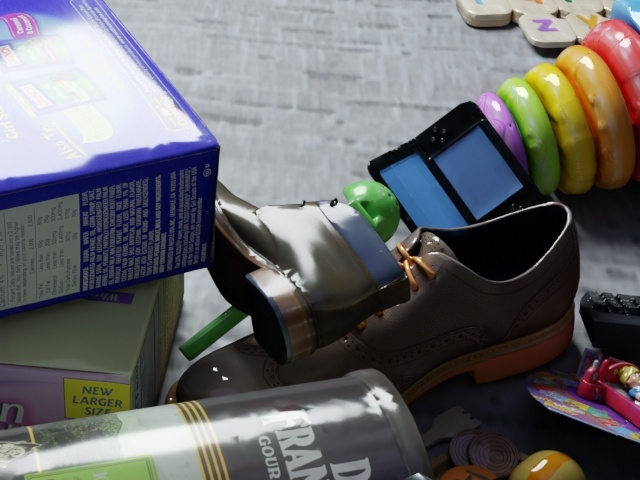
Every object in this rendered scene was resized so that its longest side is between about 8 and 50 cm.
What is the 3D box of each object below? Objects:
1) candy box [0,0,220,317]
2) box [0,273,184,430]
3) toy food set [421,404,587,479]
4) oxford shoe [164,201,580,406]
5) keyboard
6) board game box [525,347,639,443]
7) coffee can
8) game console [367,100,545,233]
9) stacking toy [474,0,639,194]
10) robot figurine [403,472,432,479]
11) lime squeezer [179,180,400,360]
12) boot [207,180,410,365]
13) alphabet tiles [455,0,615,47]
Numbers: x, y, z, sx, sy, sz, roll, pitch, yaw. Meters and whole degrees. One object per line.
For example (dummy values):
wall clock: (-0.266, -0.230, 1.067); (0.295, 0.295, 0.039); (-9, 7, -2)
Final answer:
candy box: (-0.271, -0.060, 1.035); (0.317, 0.122, 0.268); (-13, 40, -25)
box: (-0.225, 0.058, 1.079); (0.213, 0.117, 0.243); (5, 35, 1)
toy food set: (0.128, 0.182, 1.013); (0.132, 0.039, 0.192); (-25, 45, -34)
oxford shoe: (0.045, 0.056, 1.096); (0.363, 0.133, 0.130); (-19, 43, -28)
keyboard: (0.370, 0.083, 1.133); (0.317, 0.033, 0.201); (5, 15, 1)
board game box: (0.240, 0.118, 1.074); (0.168, 0.033, 0.133); (19, 12, 20)
coffee can: (-0.084, 0.195, 0.834); (0.275, 0.202, 0.201); (-8, 38, -15)
game console: (0.122, -0.049, 1.260); (0.122, 0.107, 0.071); (55, 13, 6)
stacking toy: (0.200, -0.098, 1.344); (0.301, 0.166, 0.175); (-18, 49, -6)
robot figurine: (-0.009, 0.242, 0.700); (0.211, 0.291, 0.085); (-15, 40, -24)
lime squeezer: (0.000, 0.000, 1.158); (0.110, 0.059, 0.310); (-18, 12, 36)
boot: (-0.024, 0.006, 1.058); (0.106, 0.082, 0.219); (-18, 41, -18)
alphabet tiles: (0.296, -0.299, 1.714); (0.284, 0.021, 0.278); (-3, 37, -10)
